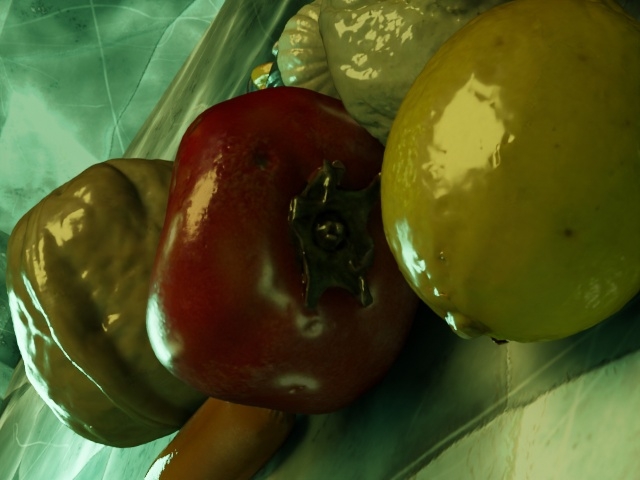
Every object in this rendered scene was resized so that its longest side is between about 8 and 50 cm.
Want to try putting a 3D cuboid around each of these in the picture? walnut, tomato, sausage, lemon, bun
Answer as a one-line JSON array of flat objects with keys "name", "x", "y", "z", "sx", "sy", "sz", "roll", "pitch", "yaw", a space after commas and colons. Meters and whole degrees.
[{"name": "walnut", "x": -0.238, "y": 0.079, "z": 1.353, "sx": 0.381, "sy": 0.381, "sz": 0.381, "roll": -50, "pitch": 22, "yaw": 28}, {"name": "tomato", "x": -0.032, "y": 0.012, "z": 1.061, "sx": 0.290, "sy": 0.293, "sz": 0.325, "roll": 154, "pitch": 122, "yaw": -66}, {"name": "sausage", "x": -0.129, "y": 0.262, "z": 1.256, "sx": 0.274, "sy": 0.105, "sz": 0.105, "roll": -50, "pitch": 22, "yaw": 32}, {"name": "lemon", "x": 0.163, "y": -0.054, "z": 0.776, "sx": 0.263, "sy": 0.236, "sz": 0.236, "roll": -41, "pitch": 19, "yaw": -4}, {"name": "bun", "x": 0.140, "y": -0.177, "z": 0.982, "sx": 0.204, "sy": 0.281, "sz": 0.282, "roll": -34, "pitch": 30, "yaw": 30}]

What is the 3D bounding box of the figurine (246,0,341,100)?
[{"name": "figurine", "x": -0.009, "y": -0.241, "z": 1.568, "sx": 0.332, "sy": 0.185, "sz": 0.205, "roll": -43, "pitch": 32, "yaw": 50}]
